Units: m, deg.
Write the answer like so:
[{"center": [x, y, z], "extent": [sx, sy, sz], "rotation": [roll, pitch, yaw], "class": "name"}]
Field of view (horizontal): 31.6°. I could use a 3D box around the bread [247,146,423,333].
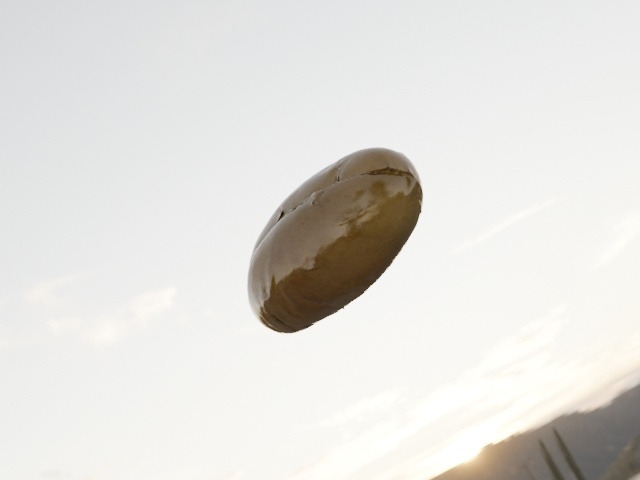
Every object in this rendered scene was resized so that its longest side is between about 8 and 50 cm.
[{"center": [0.000, 0.000, 0.848], "extent": [0.077, 0.114, 0.189], "rotation": [23, -47, -33], "class": "bread"}]
